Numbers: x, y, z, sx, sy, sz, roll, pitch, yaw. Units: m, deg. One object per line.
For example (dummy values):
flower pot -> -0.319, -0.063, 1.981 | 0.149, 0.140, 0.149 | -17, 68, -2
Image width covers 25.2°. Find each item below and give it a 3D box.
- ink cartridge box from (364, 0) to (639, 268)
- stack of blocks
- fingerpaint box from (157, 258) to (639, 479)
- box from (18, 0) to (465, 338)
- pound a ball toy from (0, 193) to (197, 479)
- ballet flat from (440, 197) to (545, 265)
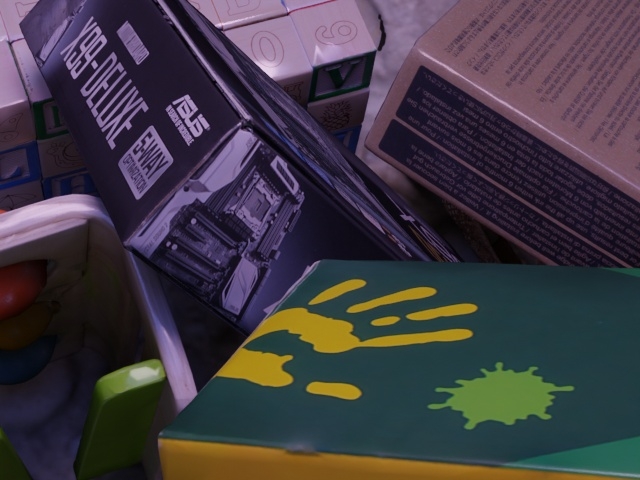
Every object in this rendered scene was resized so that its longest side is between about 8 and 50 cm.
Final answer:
ink cartridge box -> 0.165, -0.086, 0.899 | 0.193, 0.088, 0.235 | 34, 40, 7
stack of blocks -> -0.121, -0.090, 0.878 | 0.297, 0.171, 0.087 | -16, 66, -13
fingerpaint box -> 0.168, 0.239, 0.499 | 0.371, 0.445, 0.163 | 1, 21, 21
box -> 0.000, 0.000, 0.734 | 0.076, 0.307, 0.242 | -45, 35, 7
pound a ball toy -> -0.183, 0.074, 0.699 | 0.208, 0.319, 0.136 | -19, 77, -14
ballet flat -> 0.142, 0.017, 0.907 | 0.073, 0.067, 0.206 | -30, 70, -18
